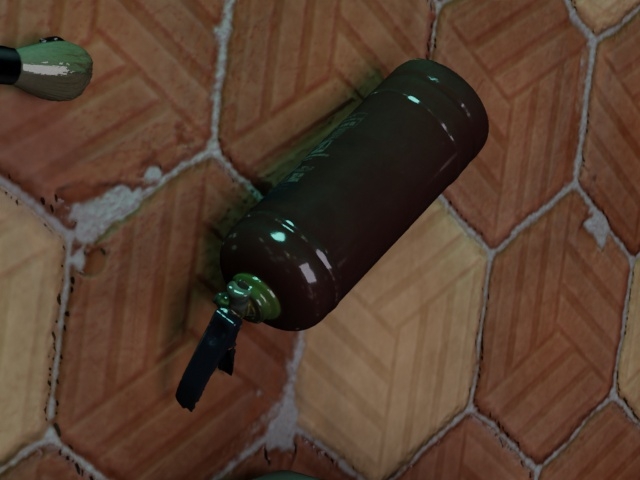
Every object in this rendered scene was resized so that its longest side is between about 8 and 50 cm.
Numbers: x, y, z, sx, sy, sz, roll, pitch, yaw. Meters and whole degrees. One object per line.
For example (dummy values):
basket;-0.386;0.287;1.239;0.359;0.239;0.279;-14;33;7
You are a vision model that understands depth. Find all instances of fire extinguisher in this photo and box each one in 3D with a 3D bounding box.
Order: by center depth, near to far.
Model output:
fire extinguisher;0.000;0.000;1.307;0.344;0.102;0.138;-46;163;-32

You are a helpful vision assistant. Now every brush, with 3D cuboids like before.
brush;-0.263;-0.119;1.032;0.299;0.039;0.042;3;134;-46

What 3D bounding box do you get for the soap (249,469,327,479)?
soap;0.052;0.361;1.323;0.435;0.213;0.350;24;83;-51
